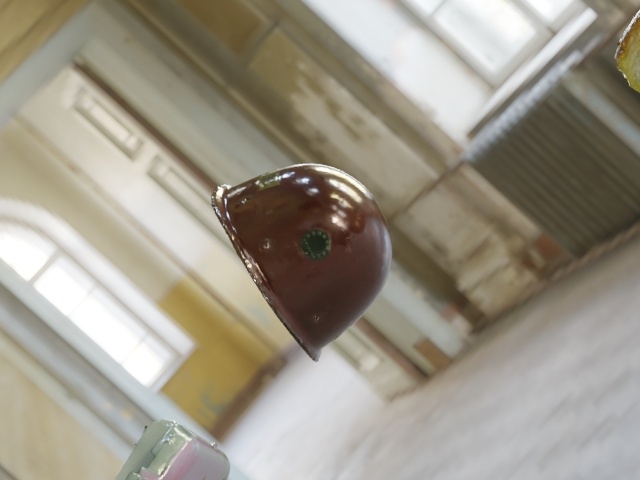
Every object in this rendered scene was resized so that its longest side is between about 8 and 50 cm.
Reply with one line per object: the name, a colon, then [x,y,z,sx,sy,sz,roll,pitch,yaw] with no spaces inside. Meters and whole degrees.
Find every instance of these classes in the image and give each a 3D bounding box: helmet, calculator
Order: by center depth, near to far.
calculator: [-0.123,0.202,1.108,0.141,0.045,0.246,-58,-9,-10]
helmet: [0.000,0.000,1.174,0.106,0.155,0.175,-31,4,3]

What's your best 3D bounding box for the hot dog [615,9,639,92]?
hot dog: [0.292,-0.140,1.045,0.261,0.093,0.123,-145,71,-76]
